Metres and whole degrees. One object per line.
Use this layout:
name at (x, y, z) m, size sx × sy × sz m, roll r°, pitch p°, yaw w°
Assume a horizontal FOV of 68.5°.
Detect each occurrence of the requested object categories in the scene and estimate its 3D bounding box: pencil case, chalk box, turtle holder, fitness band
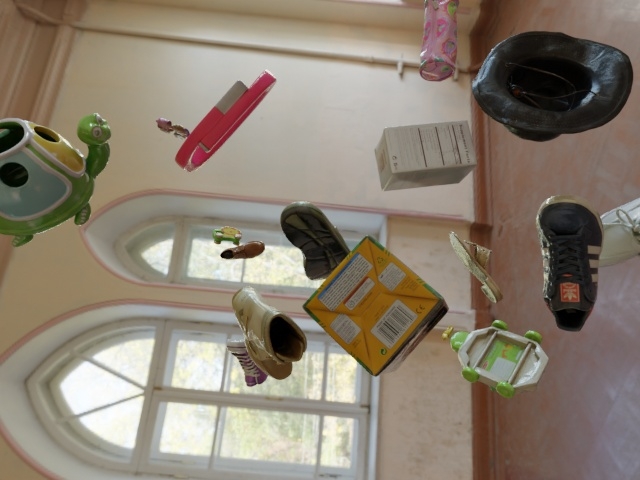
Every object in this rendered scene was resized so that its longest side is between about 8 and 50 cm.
pencil case at (0.382, -0.663, 1.516) m, size 0.124 × 0.124 × 0.284 m, roll 100°, pitch 176°, yaw -80°
chalk box at (0.124, 0.135, 0.918) m, size 0.180 × 0.179 × 0.289 m, roll -49°, pitch -20°, yaw 1°
turtle holder at (-0.639, -0.153, 1.067) m, size 0.227 × 0.320 × 0.243 m, roll 89°, pitch 171°, yaw -55°
fitness band at (-0.209, -0.266, 1.051) m, size 0.291 × 0.054 × 0.209 m, roll -47°, pitch 10°, yaw 1°

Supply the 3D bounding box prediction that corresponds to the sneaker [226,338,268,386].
sneaker at (-0.254, 0.447, 1.704) m, size 0.282 × 0.102 × 0.161 m, roll 41°, pitch -126°, yaw -58°

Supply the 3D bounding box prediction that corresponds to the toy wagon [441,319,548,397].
toy wagon at (0.588, 0.388, 1.618) m, size 0.267 × 0.344 × 0.068 m, roll -41°, pitch -49°, yaw -34°

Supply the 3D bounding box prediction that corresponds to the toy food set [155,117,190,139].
toy food set at (-0.337, -0.255, 1.067) m, size 0.122 × 0.078 × 0.019 m, roll 18°, pitch 88°, yaw 63°

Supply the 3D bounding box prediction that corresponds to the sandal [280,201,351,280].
sandal at (0.001, -0.001, 1.033) m, size 0.303 × 0.120 × 0.086 m, roll 66°, pitch -166°, yaw -52°

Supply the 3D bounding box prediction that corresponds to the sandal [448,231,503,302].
sandal at (0.472, 0.062, 1.367) m, size 0.240 × 0.079 × 0.088 m, roll 61°, pitch 174°, yaw 21°

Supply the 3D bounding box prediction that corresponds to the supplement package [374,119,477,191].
supplement package at (0.217, -0.176, 0.987) m, size 0.105 × 0.179 × 0.105 m, roll 109°, pitch 154°, yaw -74°

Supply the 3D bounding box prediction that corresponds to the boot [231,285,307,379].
boot at (-0.096, 0.242, 1.066) m, size 0.203 × 0.095 × 0.262 m, roll 19°, pitch 132°, yaw 56°

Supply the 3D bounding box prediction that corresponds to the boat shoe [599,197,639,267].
boat shoe at (0.785, -0.037, 1.122) m, size 0.156 × 0.367 × 0.136 m, roll -12°, pitch -108°, yaw -52°

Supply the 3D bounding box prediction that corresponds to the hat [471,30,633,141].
hat at (0.493, -0.308, 1.028) m, size 0.134 × 0.331 × 0.331 m, roll 73°, pitch -161°, yaw -54°

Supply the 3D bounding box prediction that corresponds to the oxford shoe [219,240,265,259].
oxford shoe at (-0.344, 0.053, 2.069) m, size 0.076 × 0.212 × 0.076 m, roll -20°, pitch -85°, yaw -73°

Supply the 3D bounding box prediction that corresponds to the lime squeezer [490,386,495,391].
lime squeezer at (0.623, 0.442, 1.816) m, size 0.059 × 0.110 × 0.310 m, roll -38°, pitch 11°, yaw 32°

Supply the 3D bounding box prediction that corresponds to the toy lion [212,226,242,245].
toy lion at (-0.301, -0.020, 1.517) m, size 0.096 × 0.100 × 0.034 m, roll 48°, pitch 127°, yaw 52°

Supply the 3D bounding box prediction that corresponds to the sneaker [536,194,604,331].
sneaker at (0.548, 0.065, 1.029) m, size 0.350 × 0.131 × 0.148 m, roll 61°, pitch -137°, yaw -34°
